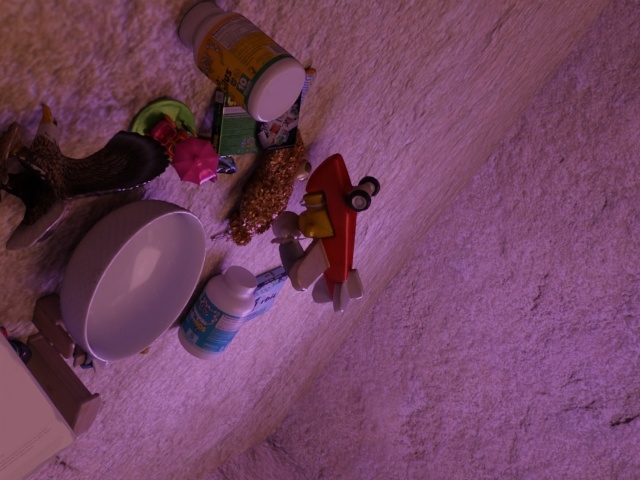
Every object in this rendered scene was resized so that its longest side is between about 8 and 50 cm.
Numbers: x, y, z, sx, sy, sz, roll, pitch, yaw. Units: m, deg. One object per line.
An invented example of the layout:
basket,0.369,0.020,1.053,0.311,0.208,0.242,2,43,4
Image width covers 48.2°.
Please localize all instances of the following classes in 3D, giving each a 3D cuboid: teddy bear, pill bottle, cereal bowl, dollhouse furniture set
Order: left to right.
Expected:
dollhouse furniture set,-0.462,0.236,1.591,0.303,0.198,0.286,-26,153,-47
cereal bowl,-0.389,0.063,1.429,0.339,0.141,0.339,-50,157,-31
pill bottle,-0.277,0.195,1.984,0.264,0.146,0.146,-55,159,23
pill bottle,-0.134,-0.300,1.179,0.117,0.208,0.117,-41,161,-17
teddy bear,-0.114,-0.116,1.757,0.338,0.113,0.245,-54,162,22

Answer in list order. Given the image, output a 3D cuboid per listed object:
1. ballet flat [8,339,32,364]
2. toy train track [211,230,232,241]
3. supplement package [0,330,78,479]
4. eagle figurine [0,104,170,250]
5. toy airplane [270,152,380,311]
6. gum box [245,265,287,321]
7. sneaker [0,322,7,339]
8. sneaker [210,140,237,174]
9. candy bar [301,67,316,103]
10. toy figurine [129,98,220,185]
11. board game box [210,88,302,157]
ballet flat,-0.666,0.289,1.462,0.203,0.074,0.074,-48,161,-1
toy train track,-0.247,-0.013,1.834,0.083,0.014,0.048,-16,153,-46
supplement package,-0.581,0.259,1.210,0.175,0.177,0.293,-37,125,-25
eagle figurine,-0.391,-0.095,1.091,0.298,0.226,0.225,21,91,-65
toy airplane,0.000,0.000,1.936,0.386,0.272,0.384,70,33,-67
gum box,-0.194,0.178,2.291,0.157,0.041,0.184,-23,151,-49
sneaker,-0.675,0.269,1.322,0.279,0.118,0.107,-45,163,-4
sneaker,-0.237,-0.164,1.484,0.078,0.067,0.188,-34,167,22
candy bar,-0.050,-0.322,1.615,0.040,0.018,0.161,-27,154,-45
toy figurine,-0.235,-0.148,1.279,0.130,0.159,0.173,-45,142,-3
board game box,-0.130,-0.251,1.495,0.259,0.030,0.136,-18,124,-54
